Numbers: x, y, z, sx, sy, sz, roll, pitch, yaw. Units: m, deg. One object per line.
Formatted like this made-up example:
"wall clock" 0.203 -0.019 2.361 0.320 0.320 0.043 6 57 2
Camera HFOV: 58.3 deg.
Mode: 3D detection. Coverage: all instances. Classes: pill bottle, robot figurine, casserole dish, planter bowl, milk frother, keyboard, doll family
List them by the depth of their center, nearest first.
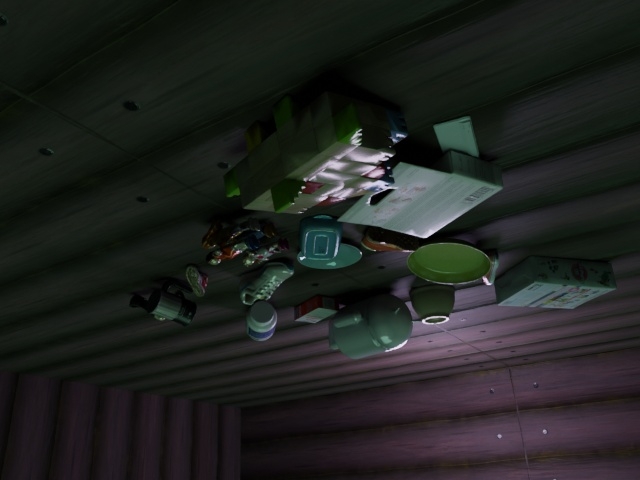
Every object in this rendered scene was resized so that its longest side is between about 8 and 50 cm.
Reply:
"keyboard" 0.300 -0.185 1.227 0.072 0.014 0.256 -7 155 20
"doll family" -0.208 -0.003 1.480 0.163 0.118 0.263 -21 169 21
"casserole dish" 0.000 0.000 1.530 0.114 0.036 0.188 2 146 -3
"milk frother" -0.489 0.201 1.850 0.135 0.129 0.143 30 145 -35
"planter bowl" 0.401 0.233 2.032 0.162 0.109 0.162 -3 156 -1
"robot figurine" 0.184 0.308 2.062 0.300 0.199 0.354 19 148 -41
"pill bottle" -0.214 0.287 2.078 0.112 0.111 0.186 1 156 -8

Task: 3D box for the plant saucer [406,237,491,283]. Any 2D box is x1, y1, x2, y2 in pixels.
"plant saucer" 0.375 0.056 1.681 0.241 0.037 0.241 7 149 4

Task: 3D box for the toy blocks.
"toy blocks" 0.026 -0.150 1.116 0.261 0.190 0.381 3 158 -41

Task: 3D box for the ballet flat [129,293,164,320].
"ballet flat" -0.567 0.228 1.890 0.173 0.049 0.057 22 174 37

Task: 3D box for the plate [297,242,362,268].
"plate" 0.026 0.038 1.667 0.188 0.024 0.188 -2 155 -1

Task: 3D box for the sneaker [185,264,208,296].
"sneaker" -0.380 0.108 1.766 0.042 0.067 0.118 -4 125 9

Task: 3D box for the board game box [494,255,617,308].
"board game box" 0.768 0.144 1.897 0.304 0.097 0.224 6 155 -15

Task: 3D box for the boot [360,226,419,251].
"boot" 0.189 0.004 1.578 0.158 0.059 0.084 13 155 -13

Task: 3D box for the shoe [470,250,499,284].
"shoe" 0.500 0.087 1.787 0.081 0.063 0.178 -4 150 5

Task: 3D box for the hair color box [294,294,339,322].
"hair color box" -0.016 0.252 2.094 0.093 0.053 0.167 12 150 -32

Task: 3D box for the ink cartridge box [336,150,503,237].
"ink cartridge box" 0.215 -0.106 1.308 0.261 0.066 0.296 11 154 -22

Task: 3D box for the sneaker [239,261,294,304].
"sneaker" -0.162 0.131 1.766 0.088 0.092 0.229 21 145 -39
